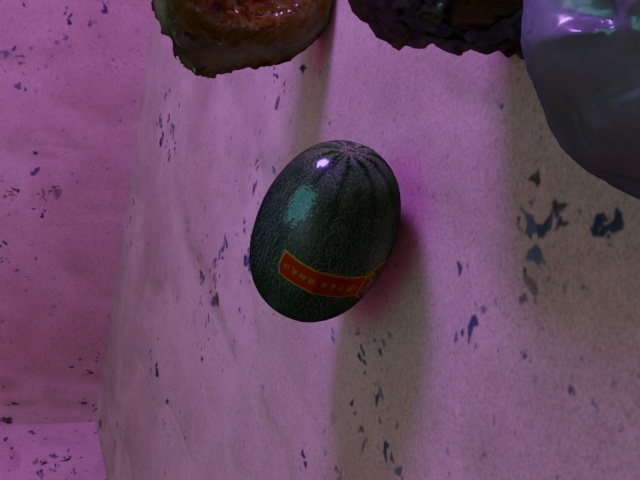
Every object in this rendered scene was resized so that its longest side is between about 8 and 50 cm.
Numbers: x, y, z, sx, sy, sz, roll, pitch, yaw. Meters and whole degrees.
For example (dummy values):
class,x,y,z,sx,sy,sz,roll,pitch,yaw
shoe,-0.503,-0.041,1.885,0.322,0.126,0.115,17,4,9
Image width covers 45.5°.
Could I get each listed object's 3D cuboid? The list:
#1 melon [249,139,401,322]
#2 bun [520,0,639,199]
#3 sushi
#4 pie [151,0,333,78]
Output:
class,x,y,z,sx,sy,sz,roll,pitch,yaw
melon,0.000,0.000,0.989,0.287,0.182,0.182,116,147,-43
bun,0.242,-0.124,0.381,0.354,0.194,0.354,33,136,38
sushi,0.143,-0.286,0.676,0.270,0.236,0.171,162,118,-67
pie,-0.121,-0.423,1.175,0.103,0.288,0.354,178,95,-66
